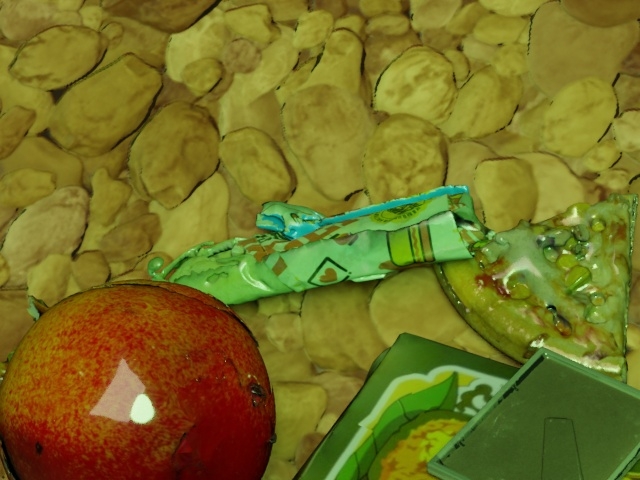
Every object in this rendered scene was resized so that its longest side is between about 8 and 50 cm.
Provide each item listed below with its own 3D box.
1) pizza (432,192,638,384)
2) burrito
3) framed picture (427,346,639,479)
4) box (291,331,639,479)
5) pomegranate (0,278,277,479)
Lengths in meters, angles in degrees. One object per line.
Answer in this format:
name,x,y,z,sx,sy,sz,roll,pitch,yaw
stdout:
pizza,0.200,0.029,1.369,0.176,0.036,0.184,-39,62,-9
burrito,0.000,0.000,1.411,0.288,0.054,0.104,-14,29,16
framed picture,0.156,0.132,1.170,0.109,0.011,0.149,23,43,30
box,0.151,0.264,1.117,0.420,0.138,0.373,16,40,22
pomegranate,-0.146,0.125,1.301,0.235,0.210,0.210,24,70,30
